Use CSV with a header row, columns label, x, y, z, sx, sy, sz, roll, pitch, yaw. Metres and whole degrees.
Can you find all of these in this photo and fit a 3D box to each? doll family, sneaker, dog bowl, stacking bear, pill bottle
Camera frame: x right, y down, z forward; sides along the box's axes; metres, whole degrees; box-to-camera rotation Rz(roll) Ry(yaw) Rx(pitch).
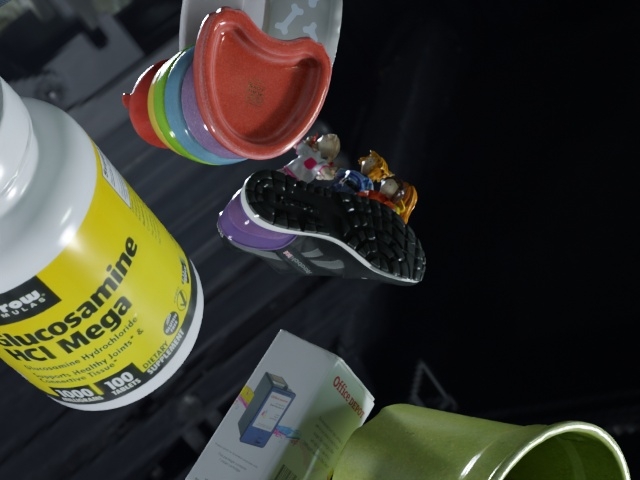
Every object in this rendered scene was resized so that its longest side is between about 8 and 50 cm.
label,x,y,z,sx,sy,sz,roll,pitch,yaw
doll family,0.046,-0.058,1.907,0.163,0.118,0.263,-41,-137,-9
sneaker,0.000,0.000,1.723,0.124,0.283,0.107,-43,-148,46
dog bowl,-0.097,-0.310,1.846,0.349,0.102,0.349,-11,-102,61
stacking bear,-0.144,-0.175,1.625,0.289,0.175,0.164,2,-103,58
pill bottle,-0.245,0.000,1.112,0.188,0.334,0.188,-10,-123,16

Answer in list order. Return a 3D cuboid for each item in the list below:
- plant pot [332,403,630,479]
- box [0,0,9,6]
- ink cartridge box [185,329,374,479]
label,x,y,z,sx,sy,sz,roll,pitch,yaw
plant pot,0.157,0.300,1.442,0.254,0.276,0.276,14,-123,47
box,-0.337,-0.360,1.397,0.232,0.059,0.183,-28,-110,17
ink cartridge box,-0.042,0.234,1.520,0.093,0.154,0.212,26,-106,30
